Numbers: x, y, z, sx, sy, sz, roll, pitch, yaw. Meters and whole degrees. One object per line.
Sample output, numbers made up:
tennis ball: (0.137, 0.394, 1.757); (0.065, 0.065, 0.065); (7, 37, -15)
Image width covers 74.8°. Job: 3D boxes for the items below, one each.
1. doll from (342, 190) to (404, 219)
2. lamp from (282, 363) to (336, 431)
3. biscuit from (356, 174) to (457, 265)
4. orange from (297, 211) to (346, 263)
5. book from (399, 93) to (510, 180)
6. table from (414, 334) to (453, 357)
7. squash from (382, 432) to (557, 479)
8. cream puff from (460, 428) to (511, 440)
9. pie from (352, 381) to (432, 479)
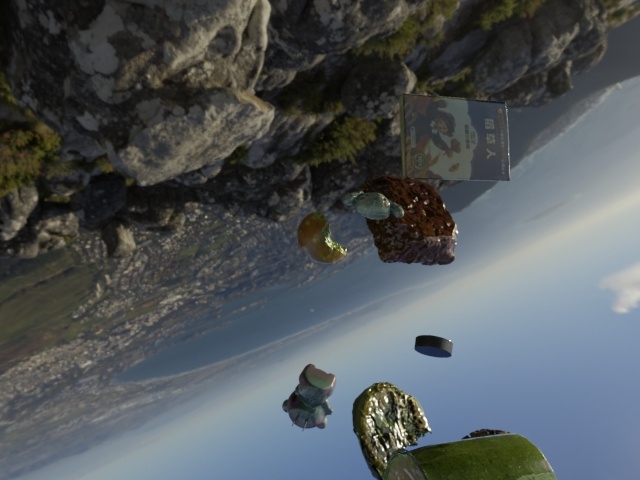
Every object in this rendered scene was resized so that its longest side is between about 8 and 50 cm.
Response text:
doll: (0.180, -0.119, 1.421); (0.103, 0.214, 0.071); (-56, 156, -48)
lamp: (-0.053, 0.788, 2.036); (0.247, 0.248, 0.300); (-55, 165, -64)
biscuit: (0.350, -0.092, 1.668); (0.343, 0.394, 0.166); (5, 137, -27)
orange: (-0.003, 0.005, 1.745); (0.158, 0.179, 0.237); (-41, 126, -9)
book: (0.485, -0.361, 1.495); (0.429, 0.299, 0.039); (-2, 177, -16)
table: (0.411, 0.387, 1.525); (0.134, 0.043, 0.133); (12, 153, 6)
squash: (0.387, 0.661, 1.094); (0.385, 0.262, 0.263); (2, 157, -18)
cream puff: (0.664, 0.857, 1.537); (0.343, 0.328, 0.230); (-47, 146, -52)
pie: (0.243, 0.653, 1.478); (0.371, 0.296, 0.078); (-29, 165, -51)
